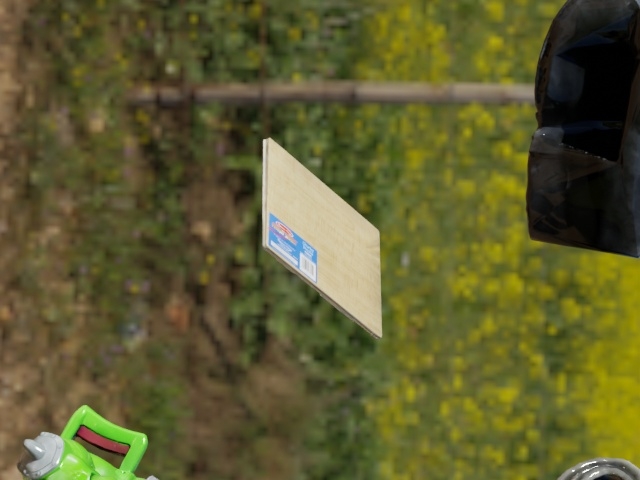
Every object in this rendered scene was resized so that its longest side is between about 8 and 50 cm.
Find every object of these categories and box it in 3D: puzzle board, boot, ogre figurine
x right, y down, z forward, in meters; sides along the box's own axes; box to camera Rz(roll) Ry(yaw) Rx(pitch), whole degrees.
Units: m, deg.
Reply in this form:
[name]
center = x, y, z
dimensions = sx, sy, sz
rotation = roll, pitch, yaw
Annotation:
[puzzle board]
center = 0.000, 0.000, 1.276
dimensions = 0.128, 0.011, 0.096
rotation = 39, 37, -38
[boot]
center = 0.288, -0.174, 1.585
dimensions = 0.445, 0.146, 0.367
rotation = -5, 88, -60
[ogre figurine]
center = -0.116, 0.162, 1.066
dimensions = 0.097, 0.118, 0.197
rotation = -54, 171, 5

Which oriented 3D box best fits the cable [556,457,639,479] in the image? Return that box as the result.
[cable]
center = 0.127, 0.223, 1.256
dimensions = 0.139, 0.287, 0.072
rotation = 42, -34, 44
